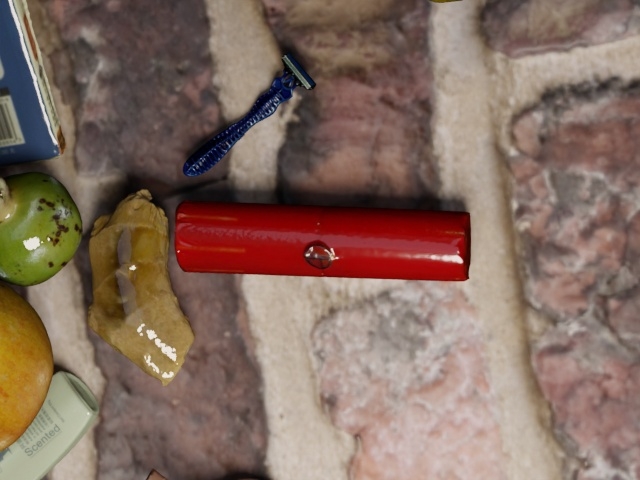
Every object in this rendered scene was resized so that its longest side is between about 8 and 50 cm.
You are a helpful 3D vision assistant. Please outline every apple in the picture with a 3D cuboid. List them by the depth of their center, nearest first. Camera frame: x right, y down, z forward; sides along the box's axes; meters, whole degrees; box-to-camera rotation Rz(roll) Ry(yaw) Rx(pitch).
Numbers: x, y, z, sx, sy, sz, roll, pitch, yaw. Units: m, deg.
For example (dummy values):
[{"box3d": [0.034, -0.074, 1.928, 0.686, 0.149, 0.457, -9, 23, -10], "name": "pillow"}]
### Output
[{"box3d": [-0.345, 0.111, 1.233, 0.182, 0.155, 0.182, -22, 45, 24], "name": "apple"}]

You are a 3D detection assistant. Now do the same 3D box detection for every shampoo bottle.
[{"box3d": [-0.308, 0.217, 1.282, 0.212, 0.049, 0.072, -43, 77, 5], "name": "shampoo bottle"}]

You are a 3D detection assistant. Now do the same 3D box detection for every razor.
[{"box3d": [-0.073, -0.114, 1.278, 0.154, 0.028, 0.044, -42, 82, 4], "name": "razor"}]

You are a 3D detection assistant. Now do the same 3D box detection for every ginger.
[{"box3d": [-0.174, 0.047, 1.262, 0.095, 0.069, 0.190, -10, 83, 16], "name": "ginger"}]

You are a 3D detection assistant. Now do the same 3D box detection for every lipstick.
[{"box3d": [0.000, 0.001, 1.231, 0.280, 0.073, 0.073, 2, 85, 13], "name": "lipstick"}]

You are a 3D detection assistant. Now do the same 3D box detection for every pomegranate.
[{"box3d": [-0.295, -0.020, 1.259, 0.115, 0.142, 0.114, -10, 59, 17], "name": "pomegranate"}]

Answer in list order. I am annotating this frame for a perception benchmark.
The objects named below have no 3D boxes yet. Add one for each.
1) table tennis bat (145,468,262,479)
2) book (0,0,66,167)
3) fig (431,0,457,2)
[{"box3d": [-0.105, 0.276, 1.257, 0.170, 0.119, 0.107, 32, 64, -9], "name": "table tennis bat"}, {"box3d": [-0.440, -0.257, 1.256, 0.300, 0.039, 0.427, -7, 114, 10], "name": "book"}, {"box3d": [0.120, -0.269, 1.236, 0.074, 0.074, 0.088, -8, 61, 11], "name": "fig"}]
